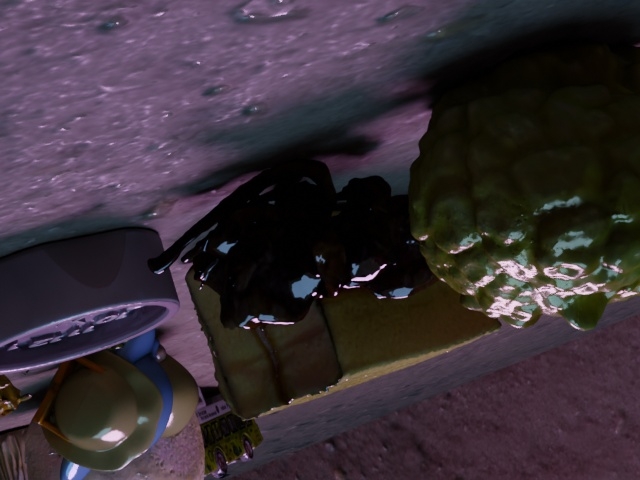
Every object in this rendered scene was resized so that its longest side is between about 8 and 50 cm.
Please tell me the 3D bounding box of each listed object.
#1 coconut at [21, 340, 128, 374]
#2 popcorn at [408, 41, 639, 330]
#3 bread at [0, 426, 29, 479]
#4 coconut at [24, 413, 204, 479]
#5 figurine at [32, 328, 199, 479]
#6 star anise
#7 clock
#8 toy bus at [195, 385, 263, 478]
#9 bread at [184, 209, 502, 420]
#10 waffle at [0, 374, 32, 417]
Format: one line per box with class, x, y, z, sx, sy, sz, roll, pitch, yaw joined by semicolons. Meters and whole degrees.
coconut;-0.220;0.082;1.614;0.158;0.055;0.133;-18;176;8
popcorn;0.193;-0.055;1.301;0.236;0.252;0.206;14;146;10
bread;-0.406;0.331;2.399;0.209;0.110;0.192;-7;165;-46
coconut;-0.267;0.280;2.111;0.234;0.224;0.224;-25;167;29
figurine;-0.231;0.192;1.895;0.180;0.154;0.262;-32;163;-2
star anise;0.000;0.000;1.359;0.220;0.126;0.190;-19;-147;-40
clock;-0.224;0.055;1.450;0.196;0.068;0.197;-18;170;-3
toy bus;-0.186;0.293;2.521;0.113;0.139;0.301;-20;177;14
bread;0.025;0.065;1.642;0.264;0.168;0.163;-8;166;-47
waffle;-0.448;0.178;1.693;0.329;0.062;0.329;-15;165;-4
